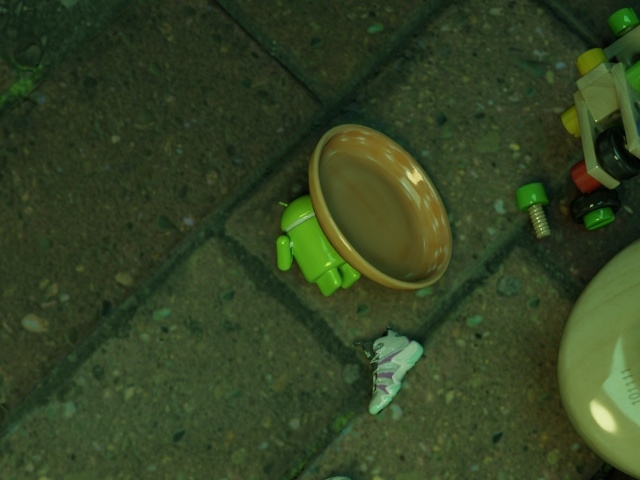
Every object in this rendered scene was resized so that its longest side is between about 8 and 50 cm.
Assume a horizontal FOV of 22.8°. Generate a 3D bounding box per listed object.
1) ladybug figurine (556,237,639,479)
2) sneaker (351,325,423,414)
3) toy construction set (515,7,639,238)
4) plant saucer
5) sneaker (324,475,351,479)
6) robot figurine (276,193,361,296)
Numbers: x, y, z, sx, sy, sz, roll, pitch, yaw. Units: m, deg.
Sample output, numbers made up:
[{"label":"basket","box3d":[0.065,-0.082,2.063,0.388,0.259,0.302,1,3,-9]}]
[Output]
[{"label":"ladybug figurine","box3d":[0.452,0.122,1.729,0.449,0.162,0.305,-13,76,-17]},{"label":"sneaker","box3d":[0.060,0.135,1.702,0.069,0.038,0.098,35,59,1]},{"label":"toy construction set","box3d":[0.368,-0.180,1.748,0.257,0.309,0.237,-7,69,-24]},{"label":"plant saucer","box3d":[0.059,-0.032,1.712,0.200,0.037,0.200,26,46,-31]},{"label":"sneaker","box3d":[0.008,0.354,1.600,0.095,0.090,0.235,32,57,-33]},{"label":"robot figurine","box3d":[0.000,0.000,1.712,0.101,0.067,0.115,-23,79,-25]}]
